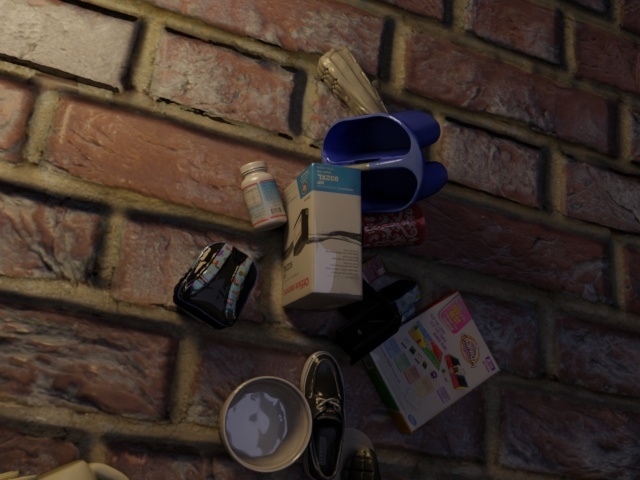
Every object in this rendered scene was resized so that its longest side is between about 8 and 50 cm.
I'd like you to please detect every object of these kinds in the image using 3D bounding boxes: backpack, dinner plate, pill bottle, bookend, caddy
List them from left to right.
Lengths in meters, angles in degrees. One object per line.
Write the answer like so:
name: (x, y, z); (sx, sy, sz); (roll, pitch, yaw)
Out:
backpack: (-0.235, 0.099, 1.676); (0.158, 0.117, 0.173); (32, 67, -12)
pill bottle: (-0.143, -0.108, 1.785); (0.087, 0.087, 0.160); (-13, 82, -25)
dinner plate: (0.070, 0.519, 1.750); (0.141, 0.017, 0.141); (6, 74, -23)
bookend: (0.086, 0.191, 1.776); (0.156, 0.072, 0.157); (-32, 61, -25)
caddy: (0.144, -0.191, 1.794); (0.179, 0.341, 0.241); (-19, 103, -39)
backpack: (0.196, 0.152, 1.853); (0.114, 0.105, 0.084); (-32, 112, -28)

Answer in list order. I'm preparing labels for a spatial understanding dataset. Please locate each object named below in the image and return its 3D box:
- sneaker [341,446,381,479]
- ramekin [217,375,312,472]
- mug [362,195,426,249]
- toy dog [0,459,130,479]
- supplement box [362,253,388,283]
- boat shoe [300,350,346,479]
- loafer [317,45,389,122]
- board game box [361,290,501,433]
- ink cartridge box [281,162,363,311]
sneaker: (0.114, 0.614, 1.708); (0.106, 0.101, 0.267); (7, 80, -47)
ramekin: (-0.133, 0.411, 1.642); (0.207, 0.109, 0.207); (6, 73, -21)
mug: (0.165, -0.038, 1.903); (0.169, 0.150, 0.113); (-9, 116, -20)
toy dog: (-0.532, 0.636, 1.355); (0.395, 0.285, 0.407); (-2, 78, -41)
supplement box: (0.122, 0.079, 1.872); (0.083, 0.043, 0.055); (-30, 89, -25)
boat shoe: (0.010, 0.402, 1.700); (0.108, 0.102, 0.301); (9, 70, -13)
loafer: (0.124, -0.383, 1.957); (0.111, 0.112, 0.319); (-38, 92, -18)
board game box: (0.278, 0.305, 1.866); (0.317, 0.064, 0.242); (-26, 88, -26)
ink cartridge box: (0.000, 0.000, 1.741); (0.129, 0.223, 0.307); (6, 74, -21)
